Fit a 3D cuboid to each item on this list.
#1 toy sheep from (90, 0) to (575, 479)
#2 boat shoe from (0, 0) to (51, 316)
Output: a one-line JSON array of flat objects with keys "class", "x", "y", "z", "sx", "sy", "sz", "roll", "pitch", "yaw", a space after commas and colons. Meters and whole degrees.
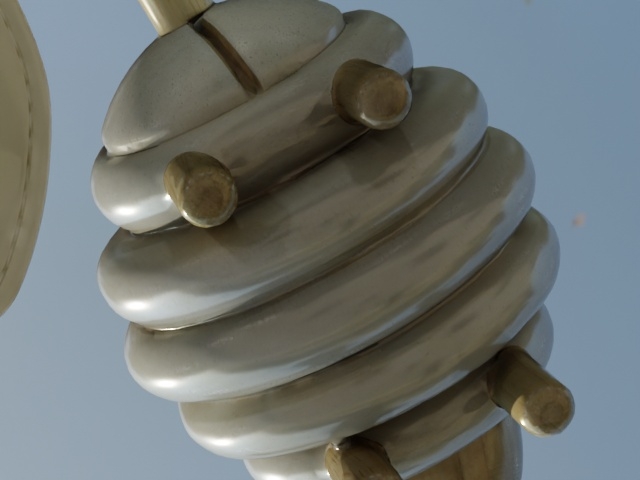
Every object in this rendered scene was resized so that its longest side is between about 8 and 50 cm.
[{"class": "toy sheep", "x": 0.000, "y": 0.000, "z": 0.353, "sx": 0.091, "sy": 0.091, "sz": 0.132, "roll": -26, "pitch": -76, "yaw": -8}, {"class": "boat shoe", "x": -0.205, "y": -0.094, "z": 0.974, "sx": 0.116, "sy": 0.097, "sz": 0.324, "roll": -10, "pitch": -108, "yaw": -14}]
